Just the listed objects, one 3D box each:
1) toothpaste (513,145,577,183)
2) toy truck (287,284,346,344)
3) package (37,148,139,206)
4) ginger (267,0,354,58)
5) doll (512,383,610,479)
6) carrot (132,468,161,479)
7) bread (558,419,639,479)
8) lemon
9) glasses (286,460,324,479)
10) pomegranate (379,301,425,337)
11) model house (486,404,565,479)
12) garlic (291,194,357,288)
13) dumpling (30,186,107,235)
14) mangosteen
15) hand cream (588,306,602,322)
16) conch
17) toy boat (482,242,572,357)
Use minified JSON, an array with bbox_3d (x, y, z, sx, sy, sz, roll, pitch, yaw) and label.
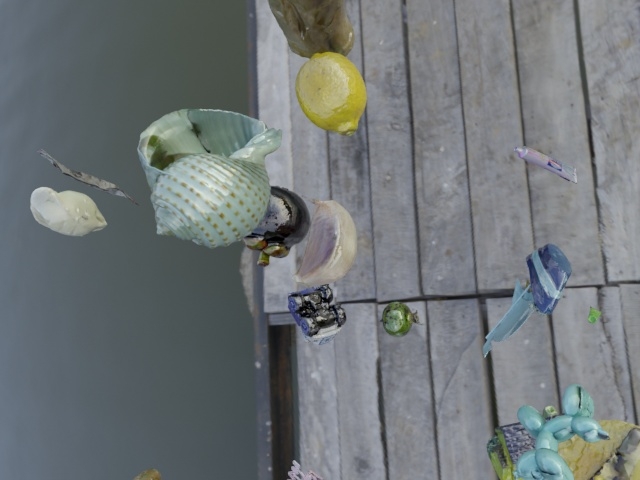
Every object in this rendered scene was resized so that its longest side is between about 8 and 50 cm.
[{"bbox_3d":[0.504,-0.174,1.200,0.028,0.170,0.045,130,155,-54],"label":"toothpaste"},{"bbox_3d":[-0.028,0.267,1.874,0.213,0.161,0.176,57,144,31],"label":"toy truck"},{"bbox_3d":[-0.581,-0.153,1.364,0.154,0.239,0.030,27,89,38],"label":"package"},{"bbox_3d":[-0.031,-0.330,0.635,0.109,0.263,0.116,35,80,32],"label":"ginger"},{"bbox_3d":[0.368,0.315,0.847,0.159,0.158,0.059,-35,105,19],"label":"doll"},{"bbox_3d":[-0.394,0.512,1.022,0.049,0.254,0.049,6,104,25],"label":"carrot"},{"bbox_3d":[0.566,0.468,1.057,0.204,0.162,0.262,37,102,-12],"label":"bread"},{"bbox_3d":[0.010,-0.132,0.485,0.062,0.062,0.083,-28,82,31],"label":"lemon"},{"bbox_3d":[-0.067,0.671,1.302,0.162,0.095,0.255,-26,50,53],"label":"glasses"},{"bbox_3d":[0.279,0.267,1.825,0.162,0.122,0.122,-8,79,34],"label":"pomegranate"},{"bbox_3d":[0.559,0.533,1.453,0.194,0.211,0.170,-11,30,0],"label":"model house"},{"bbox_3d":[0.008,-0.010,1.055,0.129,0.090,0.198,-8,71,29],"label":"garlic"},{"bbox_3d":[-0.261,-0.025,0.549,0.060,0.077,0.043,-13,82,18],"label":"dumpling"},{"bbox_3d":[-0.178,-0.050,1.983,0.275,0.275,0.302,10,82,38],"label":"mangosteen"},{"bbox_3d":[0.769,0.208,1.511,0.036,0.122,0.023,32,111,25],"label":"hand cream"},{"bbox_3d":[-0.135,-0.072,0.680,0.172,0.200,0.131,32,132,22],"label":"conch"},{"bbox_3d":[0.431,0.145,1.186,0.067,0.220,0.291,30,121,-3],"label":"toy boat"}]
